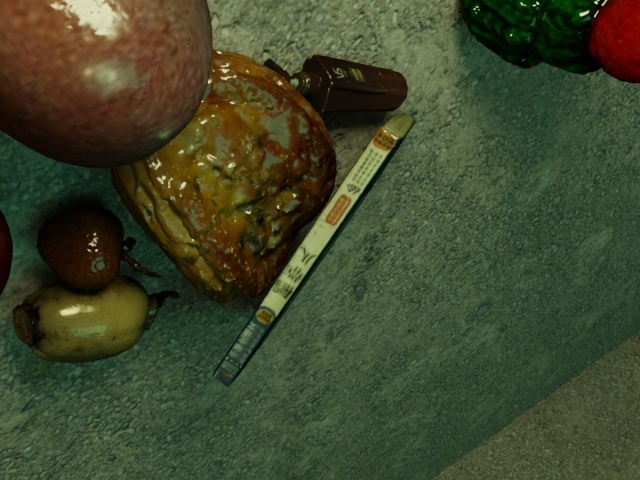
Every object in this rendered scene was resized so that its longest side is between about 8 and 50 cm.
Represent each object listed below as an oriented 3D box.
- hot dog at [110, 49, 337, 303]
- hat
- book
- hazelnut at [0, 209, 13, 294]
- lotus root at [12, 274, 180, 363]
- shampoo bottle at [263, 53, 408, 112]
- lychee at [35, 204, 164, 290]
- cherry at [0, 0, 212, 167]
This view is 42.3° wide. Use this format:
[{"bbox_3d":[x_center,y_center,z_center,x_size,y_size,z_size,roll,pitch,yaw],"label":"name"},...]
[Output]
[{"bbox_3d":[-0.108,-0.064,1.056,0.267,0.174,0.387,-54,149,-12],"label":"hot dog"},{"bbox_3d":[0.379,-0.335,1.143,0.242,0.332,0.274,3,127,-46],"label":"hat"},{"bbox_3d":[0.000,0.000,1.232,0.428,0.039,0.300,-55,179,16],"label":"book"},{"bbox_3d":[-0.407,0.020,0.839,0.170,0.160,0.202,19,103,-54],"label":"hazelnut"},{"bbox_3d":[-0.292,0.100,1.092,0.220,0.125,0.118,-2,103,-39],"label":"lotus root"},{"bbox_3d":[0.024,-0.215,1.139,0.236,0.068,0.067,-7,131,-46],"label":"shampoo bottle"},{"bbox_3d":[-0.277,0.016,1.016,0.140,0.114,0.101,37,106,-22],"label":"lychee"},{"bbox_3d":[-0.222,-0.196,0.727,0.221,0.261,0.307,-37,131,15],"label":"cherry"}]
